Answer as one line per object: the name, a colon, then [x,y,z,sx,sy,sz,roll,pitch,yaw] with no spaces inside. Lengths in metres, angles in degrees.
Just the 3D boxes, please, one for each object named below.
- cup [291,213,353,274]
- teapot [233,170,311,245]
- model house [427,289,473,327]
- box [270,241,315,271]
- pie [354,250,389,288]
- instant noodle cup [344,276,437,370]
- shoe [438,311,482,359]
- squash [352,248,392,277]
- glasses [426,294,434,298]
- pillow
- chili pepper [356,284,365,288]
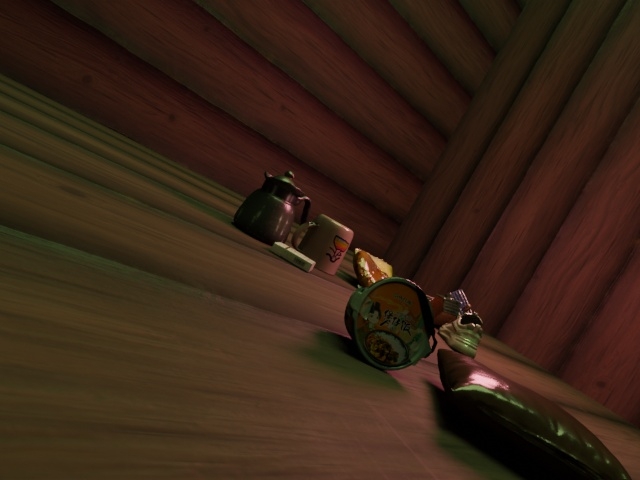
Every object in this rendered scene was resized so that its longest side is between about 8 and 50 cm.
cup: [0.000,0.000,1.679,0.252,0.201,0.191,26,5,-37]
teapot: [-0.150,-0.127,1.607,0.305,0.285,0.223,27,5,-20]
model house: [0.592,0.304,1.874,0.182,0.172,0.167,14,46,-26]
box: [-0.095,0.057,1.440,0.154,0.040,0.084,29,6,6]
pie: [0.235,0.154,1.795,0.273,0.069,0.273,41,25,-24]
instant noodle cup: [0.125,0.162,0.843,0.208,0.177,0.125,47,-14,-11]
shoe: [0.565,0.347,1.610,0.124,0.159,0.316,28,7,3]
squash: [0.265,0.159,1.933,0.236,0.204,0.155,25,-17,-21]
glasses: [0.459,0.297,1.979,0.255,0.096,0.162,28,13,16]
pillow: [0.362,0.323,0.770,0.307,0.109,0.305,29,2,10]
chili pepper: [0.189,0.202,1.642,0.055,0.035,0.118,26,4,-19]
